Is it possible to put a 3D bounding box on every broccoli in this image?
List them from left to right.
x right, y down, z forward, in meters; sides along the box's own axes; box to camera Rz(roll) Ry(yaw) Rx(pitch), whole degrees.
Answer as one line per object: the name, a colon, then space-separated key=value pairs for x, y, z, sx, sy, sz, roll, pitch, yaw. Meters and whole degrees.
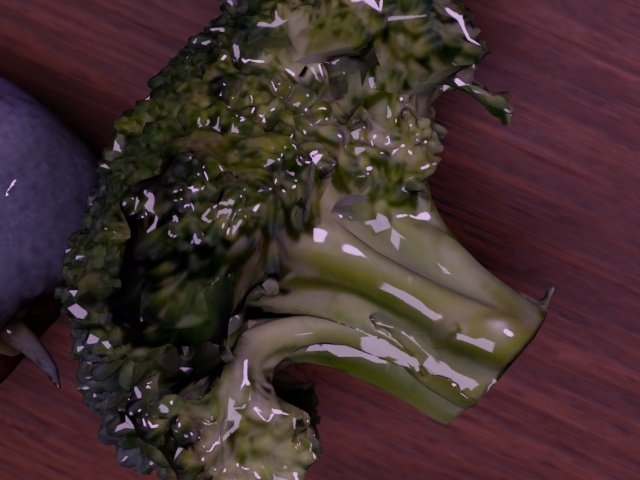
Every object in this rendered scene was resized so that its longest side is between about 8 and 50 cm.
broccoli: x=-0.025 y=-0.001 z=1.224 sx=0.338 sy=0.277 sz=0.317 roll=-18 pitch=69 yaw=-25

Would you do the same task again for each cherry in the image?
cherry: x=-0.278 y=-0.003 z=1.325 sx=0.296 sy=0.218 sz=0.255 roll=45 pitch=113 yaw=5
